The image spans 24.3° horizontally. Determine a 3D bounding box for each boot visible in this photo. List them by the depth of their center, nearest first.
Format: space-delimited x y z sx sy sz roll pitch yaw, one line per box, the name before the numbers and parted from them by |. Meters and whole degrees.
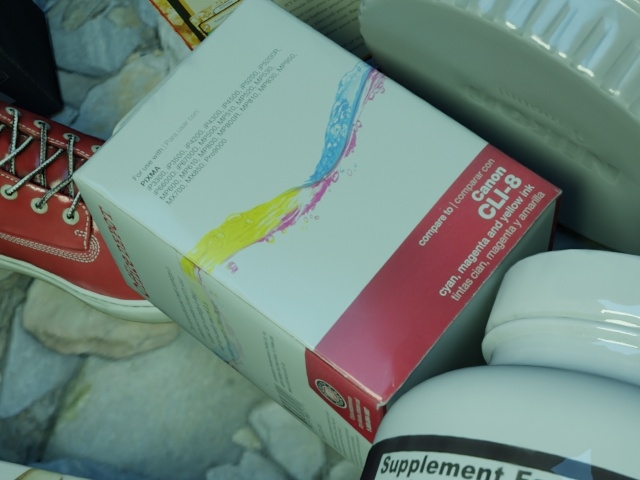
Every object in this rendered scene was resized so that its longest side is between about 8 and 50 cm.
boot | -0.153 -0.039 0.796 0.244 0.176 0.088 10 65 30

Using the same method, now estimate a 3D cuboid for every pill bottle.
pill bottle | 0.080 0.174 0.543 0.181 0.181 0.323 7 65 31

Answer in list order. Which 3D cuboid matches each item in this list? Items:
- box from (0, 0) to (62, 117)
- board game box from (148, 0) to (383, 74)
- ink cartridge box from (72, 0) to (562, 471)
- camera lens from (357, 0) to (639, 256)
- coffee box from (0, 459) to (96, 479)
box | -0.270 -0.120 0.915 0.156 0.158 0.093 -25 54 12
board game box | 0.004 -0.127 0.755 0.146 0.193 0.045 -29 53 9
ink cartridge box | 0.000 0.000 0.684 0.176 0.128 0.127 35 73 18
camera lens | 0.175 -0.151 0.663 0.219 0.219 0.274 29 78 37
coffee box | -0.176 0.194 0.703 0.297 0.119 0.168 5 65 29
